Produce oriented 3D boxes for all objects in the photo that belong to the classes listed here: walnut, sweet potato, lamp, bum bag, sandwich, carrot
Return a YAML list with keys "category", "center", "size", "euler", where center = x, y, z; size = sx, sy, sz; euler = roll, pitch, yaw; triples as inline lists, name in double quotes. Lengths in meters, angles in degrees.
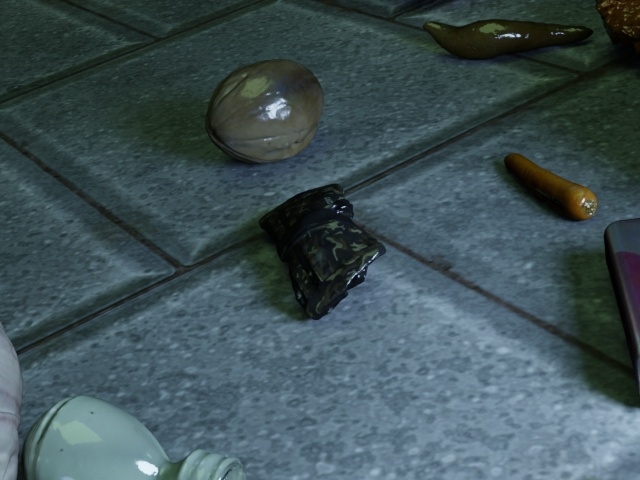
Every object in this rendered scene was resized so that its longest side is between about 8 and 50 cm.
- category: "walnut"
  center: [-0.073, -0.170, 1.497]
  size: [0.140, 0.140, 0.162]
  euler: [15, 46, 40]
- category: "sweet potato"
  center: [0.272, -0.297, 1.668]
  size: [0.249, 0.059, 0.069]
  euler: [0, 19, 14]
- category: "lamp"
  center: [-0.157, 0.190, 0.938]
  size: [0.193, 0.106, 0.106]
  euler: [9, 34, 17]
- category: "bum bag"
  center: [0.001, -0.001, 1.233]
  size: [0.102, 0.069, 0.248]
  euler: [-49, 30, 10]
- category: "sandwich"
  center: [0.455, -0.290, 1.545]
  size: [0.184, 0.109, 0.160]
  euler: [5, 53, 26]
- category: "carrot"
  center: [0.252, -0.068, 1.287]
  size: [0.037, 0.037, 0.190]
  euler: [-20, 28, -14]

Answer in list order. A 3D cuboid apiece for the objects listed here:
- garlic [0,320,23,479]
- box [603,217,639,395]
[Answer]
- category: "garlic"
  center: [-0.369, 0.145, 0.917]
  size: [0.317, 0.259, 0.317]
  euler: [-16, 58, 26]
- category: "box"
  center: [0.324, 0.053, 1.009]
  size: [0.120, 0.069, 0.224]
  euler: [-9, 29, 9]
